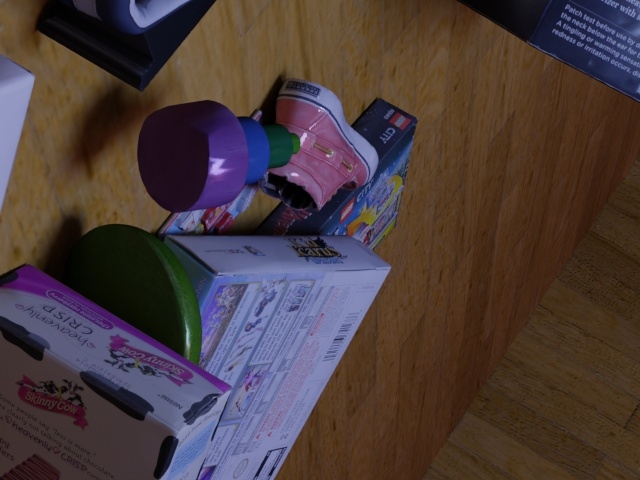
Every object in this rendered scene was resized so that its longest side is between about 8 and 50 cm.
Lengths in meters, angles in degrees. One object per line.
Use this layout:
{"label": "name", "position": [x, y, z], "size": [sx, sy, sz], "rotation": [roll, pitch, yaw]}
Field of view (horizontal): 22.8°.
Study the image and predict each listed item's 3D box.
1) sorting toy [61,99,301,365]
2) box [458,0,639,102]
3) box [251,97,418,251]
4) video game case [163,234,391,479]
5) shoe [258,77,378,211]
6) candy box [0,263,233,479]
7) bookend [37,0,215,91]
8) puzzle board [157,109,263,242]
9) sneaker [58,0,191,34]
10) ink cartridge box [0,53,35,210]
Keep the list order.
{"label": "sorting toy", "position": [-0.095, 0.065, 1.055], "size": [0.126, 0.127, 0.365], "rotation": [-10, 132, -44]}
{"label": "box", "position": [0.267, -0.279, 1.301], "size": [0.294, 0.183, 0.296], "rotation": [-62, -164, 10]}
{"label": "box", "position": [0.000, 0.000, 1.428], "size": [0.233, 0.044, 0.159], "rotation": [-48, 160, -34]}
{"label": "video game case", "position": [-0.086, 0.120, 1.257], "size": [0.244, 0.061, 0.269], "rotation": [-1, 124, -58]}
{"label": "shoe", "position": [-0.006, -0.057, 1.259], "size": [0.178, 0.063, 0.081], "rotation": [53, 56, -67]}
{"label": "candy box", "position": [-0.167, 0.154, 0.993], "size": [0.071, 0.159, 0.233], "rotation": [-37, 153, -57]}
{"label": "bookend", "position": [-0.085, -0.185, 0.798], "size": [0.157, 0.072, 0.156], "rotation": [-54, 162, -16]}
{"label": "puzzle board", "position": [-0.078, -0.028, 1.208], "size": [0.128, 0.011, 0.096], "rotation": [-53, 163, -23]}
{"label": "sneaker", "position": [-0.057, -0.220, 0.672], "size": [0.282, 0.153, 0.099], "rotation": [-60, 164, -1]}
{"label": "ink cartridge box", "position": [-0.245, 0.045, 0.641], "size": [0.201, 0.117, 0.278], "rotation": [-34, 150, -56]}
